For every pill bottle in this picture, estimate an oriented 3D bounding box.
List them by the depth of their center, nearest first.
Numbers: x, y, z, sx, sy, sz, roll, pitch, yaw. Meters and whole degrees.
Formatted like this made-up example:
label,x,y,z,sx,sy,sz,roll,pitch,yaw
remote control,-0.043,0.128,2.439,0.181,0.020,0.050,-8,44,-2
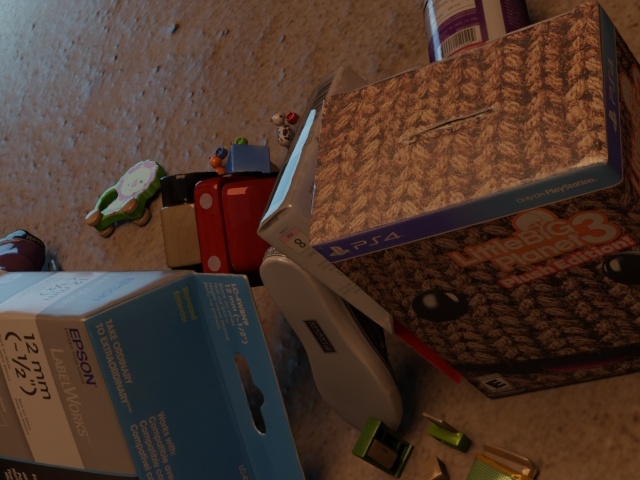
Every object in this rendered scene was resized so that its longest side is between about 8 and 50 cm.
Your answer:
label,x,y,z,sx,sy,sz,roll,pitch,yaw
pill bottle,0.163,-0.216,1.200,0.108,0.108,0.193,-23,49,25

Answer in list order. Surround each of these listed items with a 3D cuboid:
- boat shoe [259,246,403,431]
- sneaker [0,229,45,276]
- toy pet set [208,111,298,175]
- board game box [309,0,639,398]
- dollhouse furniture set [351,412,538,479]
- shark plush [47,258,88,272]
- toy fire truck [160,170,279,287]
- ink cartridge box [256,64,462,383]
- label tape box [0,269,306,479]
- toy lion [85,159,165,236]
label,x,y,z,sx,sy,sz,roll,pitch,yaw
boat shoe,0.022,0.077,1.039,0.080,0.228,0.076,-6,37,40
sneaker,-0.476,0.070,1.546,0.283,0.107,0.124,-17,37,25
toy pet set,-0.091,-0.103,1.358,0.122,0.065,0.114,-25,48,24
board game box,0.170,-0.013,0.917,0.232,0.291,0.141,-17,52,31
dollhouse furniture set,0.105,0.194,0.994,0.151,0.058,0.076,16,72,44
shark plush,-0.308,0.065,1.450,0.067,0.073,0.161,-35,20,-13
toy fire truck,0.000,0.000,1.120,0.246,0.217,0.159,-8,89,30
ink cartridge box,0.068,-0.016,1.013,0.066,0.232,0.189,-39,23,43
label tape box,-0.195,0.162,1.119,0.347,0.249,0.115,-1,22,40
toy lion,-0.244,-0.059,1.481,0.100,0.034,0.096,-16,45,31
